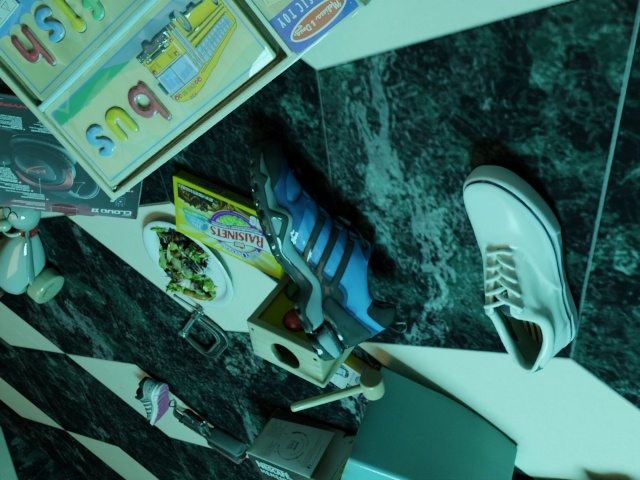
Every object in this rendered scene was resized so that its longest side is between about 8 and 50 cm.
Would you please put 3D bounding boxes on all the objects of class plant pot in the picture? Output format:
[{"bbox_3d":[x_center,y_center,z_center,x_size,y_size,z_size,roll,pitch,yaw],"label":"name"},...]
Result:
[{"bbox_3d":[0.165,0.337,1.168,0.234,0.165,0.165,20,143,8],"label":"plant pot"}]

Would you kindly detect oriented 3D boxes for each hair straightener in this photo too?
[{"bbox_3d":[-0.272,0.439,1.822,0.230,0.047,0.089,32,145,20],"label":"hair straightener"}]

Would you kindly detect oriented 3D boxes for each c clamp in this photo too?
[{"bbox_3d":[-0.240,0.173,1.502,0.137,0.022,0.160,34,145,1],"label":"c clamp"}]

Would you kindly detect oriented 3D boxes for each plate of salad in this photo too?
[{"bbox_3d":[-0.237,0.050,1.332,0.200,0.048,0.199,26,144,21],"label":"plate of salad"}]

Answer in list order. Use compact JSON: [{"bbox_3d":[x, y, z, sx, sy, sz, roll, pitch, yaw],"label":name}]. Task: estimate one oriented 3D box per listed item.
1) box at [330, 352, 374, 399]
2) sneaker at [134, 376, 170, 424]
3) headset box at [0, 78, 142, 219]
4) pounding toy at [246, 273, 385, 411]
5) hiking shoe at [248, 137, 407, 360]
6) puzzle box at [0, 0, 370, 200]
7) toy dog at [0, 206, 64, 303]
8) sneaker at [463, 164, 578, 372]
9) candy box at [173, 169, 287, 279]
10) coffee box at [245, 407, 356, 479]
[{"bbox_3d":[0.032,0.209,1.271,0.136,0.028,0.081,32,145,9],"label":"box"},{"bbox_3d":[-0.414,0.387,1.876,0.075,0.063,0.170,30,140,14],"label":"sneaker"},{"bbox_3d":[-0.356,-0.142,1.083,0.218,0.110,0.293,5,149,-14],"label":"headset box"},{"bbox_3d":[0.001,0.150,1.093,0.206,0.181,0.094,22,142,25],"label":"pounding toy"},{"bbox_3d":[0.000,0.000,1.011,0.113,0.132,0.304,-142,30,-79],"label":"hiking shoe"},{"bbox_3d":[-0.179,-0.242,0.811,0.409,0.052,0.272,-31,107,32],"label":"puzzle box"},{"bbox_3d":[-0.663,0.034,1.624,0.220,0.161,0.333,24,143,23],"label":"toy dog"},{"bbox_3d":[0.216,0.039,0.838,0.094,0.091,0.258,-2,128,45],"label":"sneaker"},{"bbox_3d":[-0.134,-0.024,1.149,0.206,0.027,0.105,23,132,25],"label":"candy box"},{"bbox_3d":[0.024,0.451,1.470,0.297,0.119,0.168,9,136,38],"label":"coffee box"}]
